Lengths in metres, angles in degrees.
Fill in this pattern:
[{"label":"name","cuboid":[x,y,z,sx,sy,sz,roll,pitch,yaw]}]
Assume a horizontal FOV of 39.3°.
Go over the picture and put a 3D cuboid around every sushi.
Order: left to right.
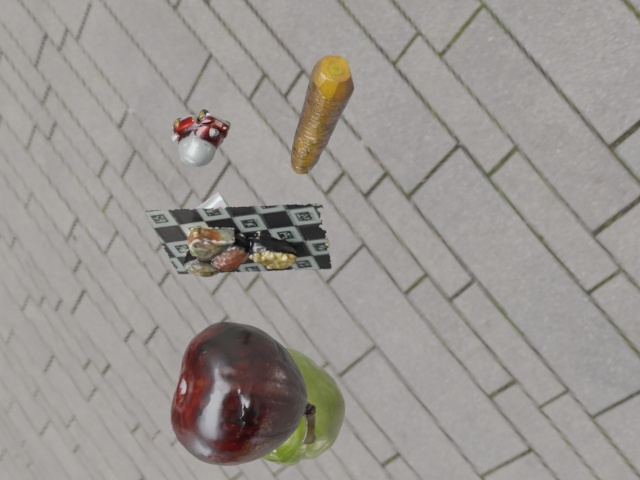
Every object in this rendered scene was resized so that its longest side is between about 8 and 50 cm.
[{"label":"sushi","cuboid":[-0.087,0.013,1.015,0.200,0.031,0.139,-3,146,9]}]

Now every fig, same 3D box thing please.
[{"label":"fig","cuboid":[-0.085,0.228,1.299,0.186,0.249,0.204,178,102,-69]}]

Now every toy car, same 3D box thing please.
[{"label":"toy car","cuboid":[-0.272,-0.222,2.029,0.112,0.112,0.139,26,149,-33]}]

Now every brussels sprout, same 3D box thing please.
[{"label":"brussels sprout","cuboid":[-0.078,0.380,2.055,0.273,0.243,0.316,39,175,35]}]

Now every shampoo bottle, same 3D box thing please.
[{"label":"shampoo bottle","cuboid":[-0.242,-0.052,1.950,0.043,0.099,0.072,53,177,48]}]

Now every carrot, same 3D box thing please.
[{"label":"carrot","cuboid":[-0.003,-0.173,1.344,0.066,0.066,0.314,48,158,11]}]

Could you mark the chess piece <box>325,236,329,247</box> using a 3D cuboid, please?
[{"label":"chess piece","cuboid":[0.000,0.000,1.797,0.092,0.035,0.035,-139,31,-70]}]
